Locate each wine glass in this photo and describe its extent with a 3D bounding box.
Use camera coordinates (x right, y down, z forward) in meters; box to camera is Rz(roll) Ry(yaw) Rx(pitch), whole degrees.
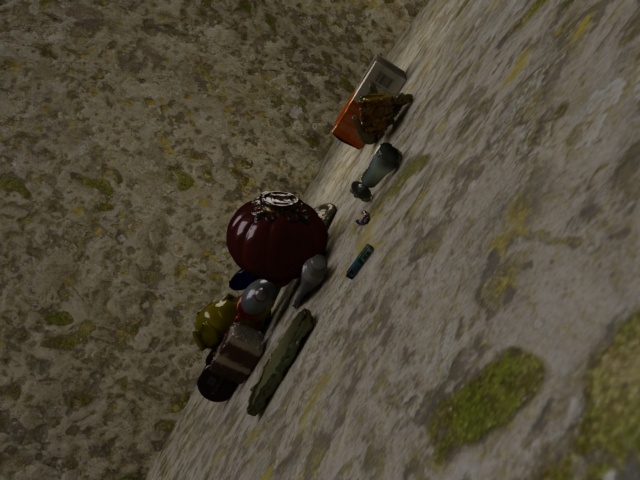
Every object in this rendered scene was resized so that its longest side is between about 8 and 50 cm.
[{"bbox_3d":[0.140,-0.172,1.466,0.155,0.072,0.072,-52,10,43],"label":"wine glass"}]

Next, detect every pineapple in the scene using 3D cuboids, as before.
[{"bbox_3d":[0.214,-0.398,1.825,0.250,0.164,0.140,-68,-28,-70],"label":"pineapple"}]

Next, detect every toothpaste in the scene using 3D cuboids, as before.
[{"bbox_3d":[-0.028,0.105,1.560,0.099,0.069,0.282,-30,-14,-20],"label":"toothpaste"},{"bbox_3d":[0.081,0.044,1.203,0.083,0.017,0.020,-56,8,26],"label":"toothpaste"}]

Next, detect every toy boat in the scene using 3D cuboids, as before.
[{"bbox_3d":[-0.190,0.084,2.057,0.318,0.072,0.219,-33,4,-37],"label":"toy boat"}]

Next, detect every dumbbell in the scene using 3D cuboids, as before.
[{"bbox_3d":[-0.339,0.446,1.985,0.140,0.124,0.225,-59,8,7],"label":"dumbbell"}]

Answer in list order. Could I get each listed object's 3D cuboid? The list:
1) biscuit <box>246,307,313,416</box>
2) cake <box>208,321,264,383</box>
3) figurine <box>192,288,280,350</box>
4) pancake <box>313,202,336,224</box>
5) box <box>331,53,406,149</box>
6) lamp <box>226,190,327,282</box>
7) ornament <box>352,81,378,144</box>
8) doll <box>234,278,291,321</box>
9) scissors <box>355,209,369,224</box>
[{"bbox_3d":[-0.095,0.276,1.380,0.274,0.036,0.187,-59,8,4],"label":"biscuit"},{"bbox_3d":[-0.259,0.347,1.816,0.135,0.134,0.147,-92,27,-73],"label":"cake"},{"bbox_3d":[-0.295,0.267,2.022,0.326,0.169,0.218,-12,-16,-43],"label":"figurine"},{"bbox_3d":[-0.041,-0.052,2.021,0.236,0.042,0.222,-49,21,-20],"label":"pancake"},{"bbox_3d":[0.191,-0.557,2.333,0.341,0.143,0.225,-55,9,23],"label":"box"},{"bbox_3d":[-0.129,-0.010,1.720,0.303,0.302,0.257,-74,-9,-62],"label":"lamp"},{"bbox_3d":[0.186,-0.447,2.044,0.245,0.061,0.231,53,-133,-61],"label":"ornament"},{"bbox_3d":[-0.156,0.147,1.886,0.336,0.105,0.200,-43,2,-23],"label":"doll"},{"bbox_3d":[0.106,-0.055,1.438,0.039,0.012,0.113,-59,8,5],"label":"scissors"}]
